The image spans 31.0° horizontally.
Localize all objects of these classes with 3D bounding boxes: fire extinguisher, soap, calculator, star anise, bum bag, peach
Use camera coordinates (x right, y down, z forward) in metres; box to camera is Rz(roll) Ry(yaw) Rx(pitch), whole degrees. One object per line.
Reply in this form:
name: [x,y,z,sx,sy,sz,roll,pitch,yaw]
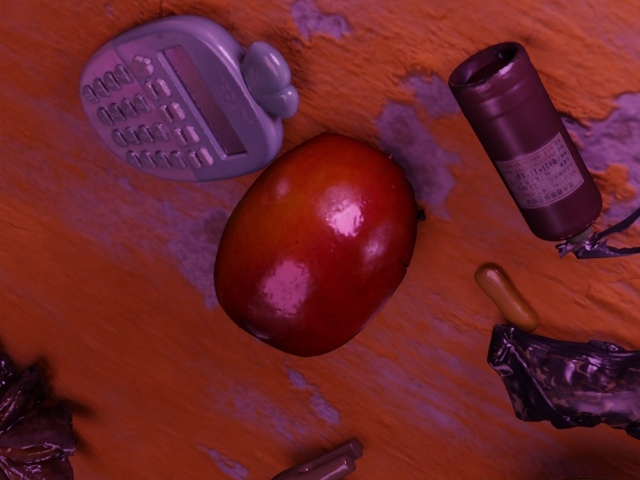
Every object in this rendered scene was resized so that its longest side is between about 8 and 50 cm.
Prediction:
fire extinguisher: [0.206,-0.066,1.003,0.099,0.071,0.231,-28,113,16]
soap: [0.188,0.060,1.168,0.034,0.012,0.089,-21,115,44]
calculator: [-0.134,-0.142,1.175,0.295,0.042,0.184,-7,124,41]
star anise: [-0.488,0.271,1.745,0.331,0.117,0.332,15,126,22]
bum bag: [0.284,0.147,1.144,0.248,0.069,0.102,10,134,29]
peach: [0.000,0.000,1.154,0.196,0.226,0.190,24,-168,-44]

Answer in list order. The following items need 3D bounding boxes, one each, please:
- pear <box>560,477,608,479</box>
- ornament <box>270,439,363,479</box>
pear: [0.288,0.409,1.224,0.304,0.304,0.304,18,136,19]
ornament: [0.011,0.396,1.512,0.245,0.061,0.230,-32,103,31]
